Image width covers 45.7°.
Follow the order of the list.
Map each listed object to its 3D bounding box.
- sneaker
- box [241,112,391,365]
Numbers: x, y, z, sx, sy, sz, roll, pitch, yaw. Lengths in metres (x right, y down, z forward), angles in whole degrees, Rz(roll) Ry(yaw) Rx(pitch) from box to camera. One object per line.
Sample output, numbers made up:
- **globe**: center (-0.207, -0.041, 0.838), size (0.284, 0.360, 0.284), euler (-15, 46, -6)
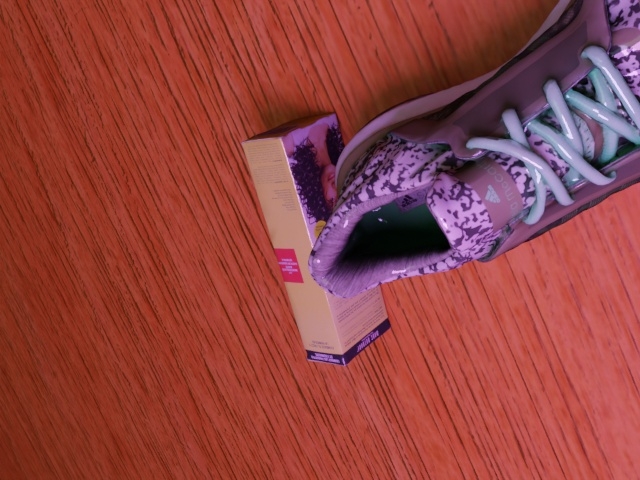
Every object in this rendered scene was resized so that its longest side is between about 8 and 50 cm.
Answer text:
- **sneaker**: center (0.143, -0.053, 0.493), size (0.158, 0.182, 0.410), euler (49, 133, -10)
- **box**: center (0.000, 0.000, 0.745), size (0.058, 0.087, 0.233), euler (1, 114, 42)
